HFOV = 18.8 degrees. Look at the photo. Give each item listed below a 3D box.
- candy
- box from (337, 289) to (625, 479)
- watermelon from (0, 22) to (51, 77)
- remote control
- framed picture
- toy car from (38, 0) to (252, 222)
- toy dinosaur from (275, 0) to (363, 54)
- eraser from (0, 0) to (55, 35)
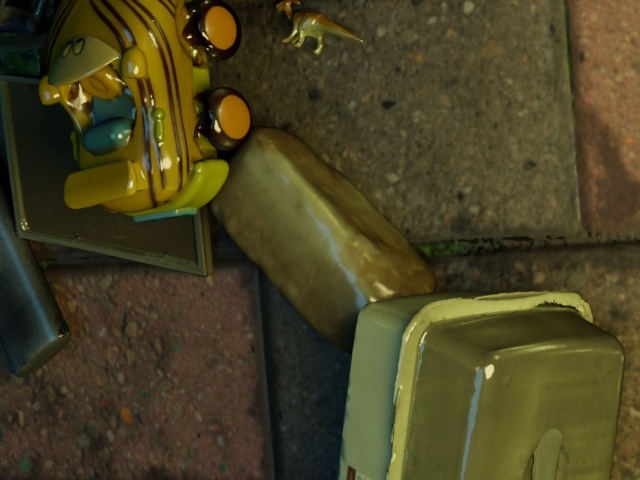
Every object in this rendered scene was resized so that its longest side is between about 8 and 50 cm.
[{"bbox_3d":[0.000,0.000,1.785,0.234,0.102,0.104,50,122,25],"label":"candy"},{"bbox_3d":[0.133,0.182,1.626,0.166,0.220,0.290,19,108,49],"label":"box"},{"bbox_3d":[-0.315,-0.185,2.060,0.155,0.080,0.101,5,133,36],"label":"watermelon"},{"bbox_3d":[-0.379,-0.037,2.124,0.107,0.044,0.377,-39,71,39],"label":"remote control"},{"bbox_3d":[-0.223,-0.070,1.966,0.260,0.023,0.189,10,115,32],"label":"framed picture"},{"bbox_3d":[-0.181,-0.140,1.789,0.200,0.142,0.248,-13,83,42],"label":"toy car"},{"bbox_3d":[-0.007,-0.195,1.816,0.113,0.026,0.041,34,103,39],"label":"toy dinosaur"},{"bbox_3d":[-0.408,-0.330,2.070,0.332,0.101,0.155,22,97,37],"label":"eraser"}]
